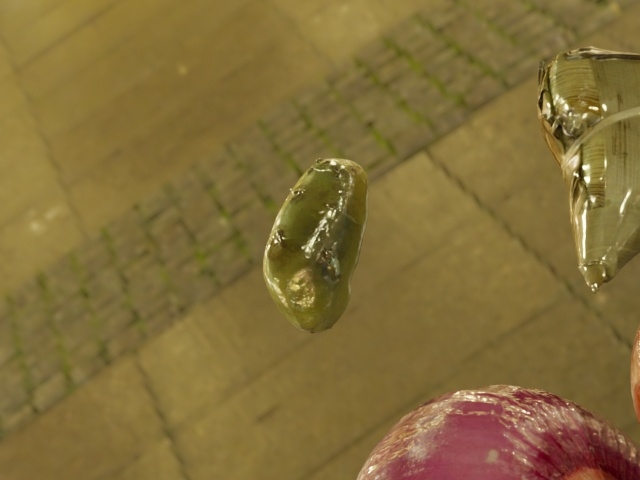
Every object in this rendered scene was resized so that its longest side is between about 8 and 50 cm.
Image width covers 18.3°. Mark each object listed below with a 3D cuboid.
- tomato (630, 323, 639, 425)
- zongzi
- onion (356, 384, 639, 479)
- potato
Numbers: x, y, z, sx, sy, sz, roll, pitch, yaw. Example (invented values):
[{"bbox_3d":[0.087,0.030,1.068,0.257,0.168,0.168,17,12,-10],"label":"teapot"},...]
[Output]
[{"bbox_3d":[0.244,0.086,1.044,0.167,0.167,0.167,-28,24,14],"label":"tomato"},{"bbox_3d":[0.245,-0.040,1.328,0.195,0.099,0.197,1,49,-7],"label":"zongzi"},{"bbox_3d":[0.114,0.170,1.115,0.207,0.200,0.200,7,27,-5],"label":"onion"},{"bbox_3d":[0.000,0.000,2.048,0.085,0.105,0.188,-1,63,49],"label":"potato"}]
